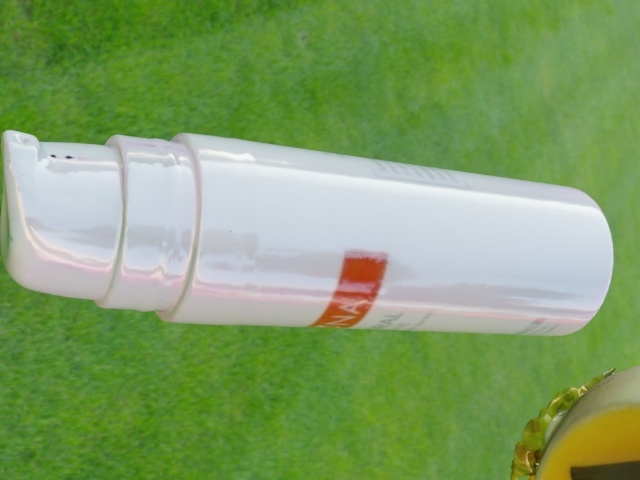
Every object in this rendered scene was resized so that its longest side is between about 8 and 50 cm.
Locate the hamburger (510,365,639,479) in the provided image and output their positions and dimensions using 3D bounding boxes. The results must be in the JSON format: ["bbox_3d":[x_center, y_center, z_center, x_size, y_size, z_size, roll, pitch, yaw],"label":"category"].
[{"bbox_3d":[0.147,0.113,0.388,0.081,0.141,0.126,-15,73,-56],"label":"hamburger"}]

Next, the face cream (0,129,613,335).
[{"bbox_3d":[0.000,0.000,0.514,0.346,0.102,0.101,4,76,-25],"label":"face cream"}]
